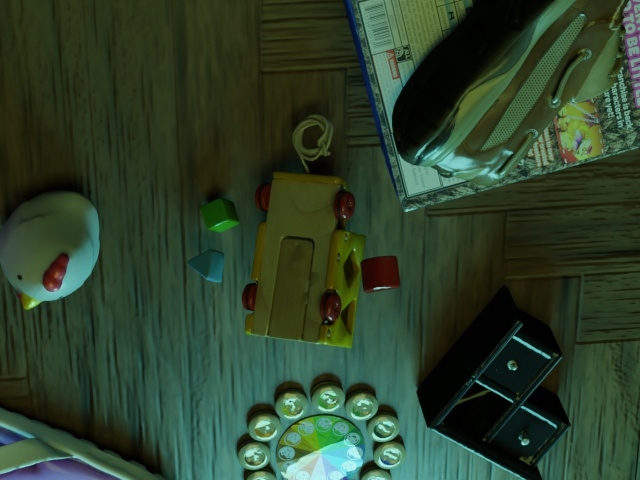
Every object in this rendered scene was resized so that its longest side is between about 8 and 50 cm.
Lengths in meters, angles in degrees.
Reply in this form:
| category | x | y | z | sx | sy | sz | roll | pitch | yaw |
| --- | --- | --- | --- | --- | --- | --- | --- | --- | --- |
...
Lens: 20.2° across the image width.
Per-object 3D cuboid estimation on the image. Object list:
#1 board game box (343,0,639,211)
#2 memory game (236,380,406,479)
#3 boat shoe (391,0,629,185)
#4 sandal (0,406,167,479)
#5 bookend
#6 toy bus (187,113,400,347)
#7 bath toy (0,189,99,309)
| category | x | y | z | sx | sy | sz | roll | pitch | yaw |
| --- | --- | --- | --- | --- | --- | --- | --- | --- | --- |
| board game box | 0.180 | -0.191 | 1.668 | 0.291 | 0.141 | 0.232 | -15 | 120 | 1 |
| memory game | 0.001 | 0.233 | 1.952 | 0.186 | 0.012 | 0.186 | -3 | 120 | -6 |
| boat shoe | 0.198 | -0.176 | 1.539 | 0.120 | 0.123 | 0.324 | 28 | 120 | -26 |
| sandal | -0.339 | 0.261 | 1.870 | 0.416 | 0.102 | 0.169 | 13 | 116 | -14 |
| bookend | 0.212 | 0.157 | 1.905 | 0.157 | 0.072 | 0.156 | 31 | 110 | -22 |
| toy bus | -0.007 | 0.011 | 1.775 | 0.202 | 0.191 | 0.104 | -40 | 160 | 15 |
| bath toy | -0.372 | -0.026 | 1.691 | 0.348 | 0.129 | 0.151 | 24 | 111 | -20 |
